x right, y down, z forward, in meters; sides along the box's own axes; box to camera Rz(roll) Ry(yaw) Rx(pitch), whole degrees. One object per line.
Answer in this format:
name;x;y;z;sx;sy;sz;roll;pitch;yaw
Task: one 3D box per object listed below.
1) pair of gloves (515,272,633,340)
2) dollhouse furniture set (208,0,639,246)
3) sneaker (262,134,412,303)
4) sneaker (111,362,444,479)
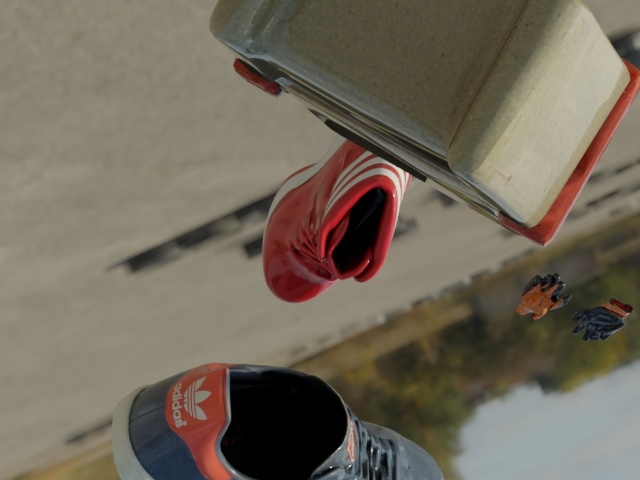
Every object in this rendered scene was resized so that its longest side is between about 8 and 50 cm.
pair of gloves;0.197;0.052;1.487;0.074;0.083;0.010;119;-8;-62
dollhouse furniture set;0.078;-0.136;0.505;0.259;0.262;0.135;-60;166;2
sneaker;0.000;0.000;1.475;0.221;0.087;0.128;-60;-174;42
sneaker;0.003;0.180;1.582;0.350;0.131;0.148;15;147;-41
